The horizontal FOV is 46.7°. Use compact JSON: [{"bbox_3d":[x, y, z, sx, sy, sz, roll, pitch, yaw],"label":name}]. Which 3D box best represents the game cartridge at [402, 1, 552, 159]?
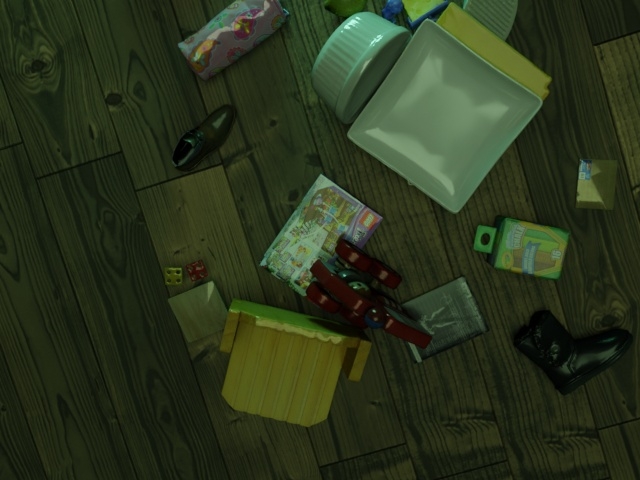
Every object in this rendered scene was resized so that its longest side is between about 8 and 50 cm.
[{"bbox_3d":[0.362,-0.372,1.825,0.323,0.053,0.285,38,111,-1],"label":"game cartridge"}]

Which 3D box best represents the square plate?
[{"bbox_3d":[0.297,-0.298,1.809,0.344,0.049,0.347,36,111,1],"label":"square plate"}]

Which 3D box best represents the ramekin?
[{"bbox_3d":[0.091,-0.426,1.797,0.127,0.273,0.273,40,97,12],"label":"ramekin"}]

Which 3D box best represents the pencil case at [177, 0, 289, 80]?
[{"bbox_3d":[-0.220,-0.528,1.872,0.284,0.124,0.124,-37,93,5],"label":"pencil case"}]

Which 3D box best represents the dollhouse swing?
[{"bbox_3d":[-0.090,0.337,1.859,0.346,0.315,0.305,15,91,-4],"label":"dollhouse swing"}]

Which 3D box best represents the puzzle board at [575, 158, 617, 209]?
[{"bbox_3d":[0.711,-0.145,1.912,0.096,0.011,0.128,3,96,4],"label":"puzzle board"}]

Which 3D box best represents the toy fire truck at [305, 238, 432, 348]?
[{"bbox_3d":[0.121,0.148,1.827,0.302,0.254,0.169,30,99,-41],"label":"toy fire truck"}]

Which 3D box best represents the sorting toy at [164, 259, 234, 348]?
[{"bbox_3d":[-0.321,0.177,1.978,0.132,0.046,0.275,-23,102,5],"label":"sorting toy"}]

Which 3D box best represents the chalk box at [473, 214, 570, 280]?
[{"bbox_3d":[0.500,0.012,1.879,0.213,0.132,0.133,10,96,2],"label":"chalk box"}]

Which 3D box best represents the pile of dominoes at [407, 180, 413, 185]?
[{"bbox_3d":[0.313,-0.274,1.910,0.195,0.040,0.251,-3,102,12],"label":"pile of dominoes"}]

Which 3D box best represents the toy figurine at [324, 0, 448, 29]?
[{"bbox_3d":[0.213,-0.590,1.810,0.362,0.191,0.217,-32,98,7],"label":"toy figurine"}]

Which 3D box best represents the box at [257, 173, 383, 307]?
[{"bbox_3d":[0.000,0.000,1.942,0.201,0.057,0.293,36,97,-1],"label":"box"}]

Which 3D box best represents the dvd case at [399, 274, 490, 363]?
[{"bbox_3d":[0.315,0.211,1.967,0.221,0.018,0.165,-25,95,5],"label":"dvd case"}]

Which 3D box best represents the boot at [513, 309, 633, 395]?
[{"bbox_3d":[0.649,0.255,1.914,0.246,0.094,0.207,-41,96,12],"label":"boot"}]

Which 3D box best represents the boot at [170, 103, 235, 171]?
[{"bbox_3d":[-0.301,-0.262,1.905,0.082,0.106,0.219,40,97,-2],"label":"boot"}]

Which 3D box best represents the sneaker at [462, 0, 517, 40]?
[{"bbox_3d":[0.419,-0.636,1.826,0.135,0.150,0.366,8,120,1],"label":"sneaker"}]
